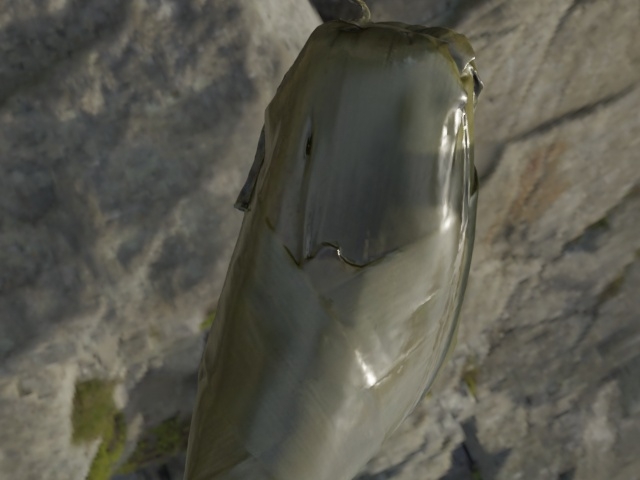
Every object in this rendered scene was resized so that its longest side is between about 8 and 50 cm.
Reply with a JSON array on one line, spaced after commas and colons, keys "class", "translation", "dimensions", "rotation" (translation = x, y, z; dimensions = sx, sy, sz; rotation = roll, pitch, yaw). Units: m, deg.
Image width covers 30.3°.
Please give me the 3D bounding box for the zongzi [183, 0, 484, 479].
[{"class": "zongzi", "translation": [0.000, 0.000, 0.838], "dimensions": [0.418, 0.181, 0.447], "rotation": [-51, 150, -53]}]
